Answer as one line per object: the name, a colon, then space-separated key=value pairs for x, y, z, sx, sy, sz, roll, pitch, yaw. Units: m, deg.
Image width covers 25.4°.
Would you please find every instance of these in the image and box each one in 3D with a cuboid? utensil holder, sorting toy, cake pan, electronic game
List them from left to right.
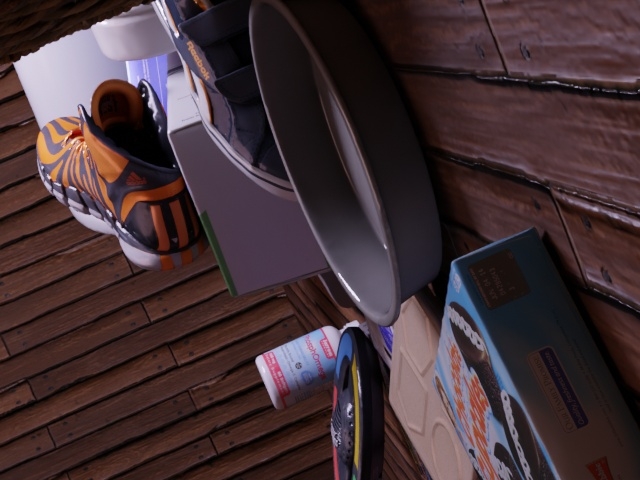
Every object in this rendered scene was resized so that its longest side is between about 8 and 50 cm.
utensil holder: x=-0.291 y=-0.256 z=2.133 sx=0.327 sy=0.327 sz=0.385 roll=-121 pitch=10 yaw=-53
cake pan: x=0.021 y=-0.073 z=1.169 sx=0.293 sy=0.054 sz=0.293 roll=158 pitch=90 yaw=-79
electronic game: x=0.036 y=0.213 z=1.620 sx=0.229 sy=0.048 sz=0.229 roll=-179 pitch=90 yaw=-83
sorting toy: x=0.109 y=0.134 z=1.262 sx=0.193 sy=0.038 sz=0.208 roll=-120 pitch=21 yaw=-51

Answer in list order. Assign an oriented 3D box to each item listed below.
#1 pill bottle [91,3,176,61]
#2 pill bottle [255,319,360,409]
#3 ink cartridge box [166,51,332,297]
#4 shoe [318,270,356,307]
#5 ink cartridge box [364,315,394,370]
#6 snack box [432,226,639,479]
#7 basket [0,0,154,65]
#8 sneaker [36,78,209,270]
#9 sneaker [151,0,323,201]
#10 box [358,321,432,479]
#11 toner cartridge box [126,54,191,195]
pill bottle: x=-0.221 y=-0.388 z=1.505 sx=0.204 sy=0.204 sz=0.361 roll=-123 pitch=11 yaw=-61
pill bottle: x=-0.007 y=0.177 z=2.062 sx=0.087 sy=0.160 sz=0.087 roll=156 pitch=90 yaw=-85
ink cartridge box: x=-0.082 y=-0.104 z=1.573 sx=0.289 sy=0.121 sz=0.211 roll=-103 pitch=-6 yaw=-63
shoe: x=0.000 y=0.000 z=1.741 sx=0.081 sy=0.063 sz=0.178 roll=52 pitch=171 yaw=52
ink cartridge box: x=0.063 y=0.050 z=1.447 sx=0.206 sy=0.045 sz=0.208 roll=-125 pitch=14 yaw=-68
snack box: x=0.143 y=0.130 z=0.941 sx=0.322 sy=0.060 sz=0.187 roll=82 pitch=164 yaw=-71
basket: x=-0.214 y=-0.327 z=1.187 sx=0.213 sy=0.299 sz=0.223 roll=77 pitch=168 yaw=-61
sneaker: x=-0.229 y=-0.112 z=1.573 sx=0.321 sy=0.124 sz=0.180 roll=34 pitch=143 yaw=43
sneaker: x=-0.073 y=-0.187 z=1.348 sx=0.321 sy=0.126 sz=0.127 roll=56 pitch=158 yaw=19
box: x=0.108 y=0.194 z=1.673 sx=0.114 sy=0.036 sz=0.207 roll=-149 pitch=36 yaw=-80
toner cartridge box: x=-0.175 y=-0.207 z=1.779 sx=0.165 sy=0.075 sz=0.348 roll=16 pitch=-115 yaw=-71
